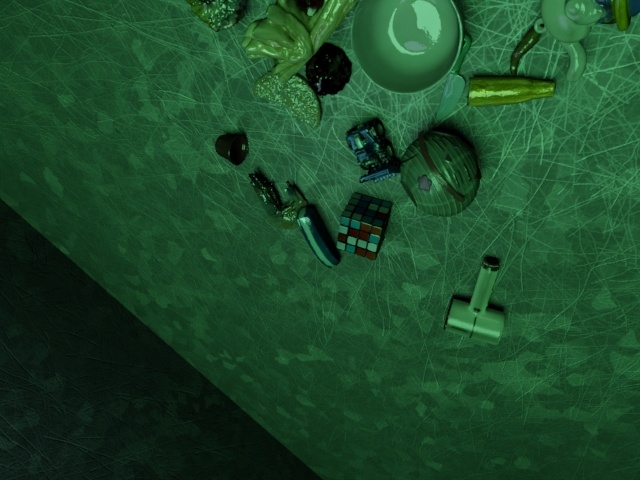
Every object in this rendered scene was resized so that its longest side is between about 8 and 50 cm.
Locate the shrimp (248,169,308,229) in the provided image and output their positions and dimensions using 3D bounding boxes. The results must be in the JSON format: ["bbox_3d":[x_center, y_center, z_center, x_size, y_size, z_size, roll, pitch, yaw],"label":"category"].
[{"bbox_3d":[-0.150,-0.155,1.802,0.177,0.075,0.290,-14,119,25],"label":"shrimp"}]

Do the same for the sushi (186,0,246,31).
[{"bbox_3d":[-0.310,-0.741,1.341,0.184,0.140,0.274,-19,123,34],"label":"sushi"}]

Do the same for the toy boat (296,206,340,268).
[{"bbox_3d":[0.000,0.000,1.839,0.061,0.096,0.299,-16,126,21],"label":"toy boat"}]

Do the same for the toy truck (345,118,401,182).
[{"bbox_3d":[0.166,-0.265,1.513,0.113,0.126,0.208,-16,119,35],"label":"toy truck"}]

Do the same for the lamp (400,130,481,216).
[{"bbox_3d":[0.356,-0.200,1.413,0.233,0.233,0.265,-33,94,41],"label":"lamp"}]

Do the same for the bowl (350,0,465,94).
[{"bbox_3d":[0.234,-0.540,1.234,0.286,0.144,0.287,15,131,18],"label":"bowl"}]

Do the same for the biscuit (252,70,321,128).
[{"bbox_3d":[-0.097,-0.473,1.535,0.249,0.032,0.133,31,133,1],"label":"biscuit"}]

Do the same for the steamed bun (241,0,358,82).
[{"bbox_3d":[-0.072,-0.554,1.237,0.189,0.247,0.427,31,157,-21],"label":"steamed bun"}]

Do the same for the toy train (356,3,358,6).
[{"bbox_3d":[0.105,-0.645,1.303,0.017,0.017,0.083,12,131,16],"label":"toy train"}]

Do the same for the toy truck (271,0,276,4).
[{"bbox_3d":[-0.135,-0.722,1.247,0.161,0.177,0.213,-28,111,38],"label":"toy truck"}]

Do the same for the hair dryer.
[{"bbox_3d":[0.580,0.203,1.719,0.203,0.128,0.363,15,124,15],"label":"hair dryer"}]

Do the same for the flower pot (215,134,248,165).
[{"bbox_3d":[-0.328,-0.335,1.721,0.089,0.111,0.111,20,134,25],"label":"flower pot"}]

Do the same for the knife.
[{"bbox_3d":[0.373,-0.448,1.332,0.063,0.035,0.261,14,137,13],"label":"knife"}]

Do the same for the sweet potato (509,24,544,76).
[{"bbox_3d":[0.519,-0.490,1.216,0.041,0.038,0.153,23,136,1],"label":"sweet potato"}]

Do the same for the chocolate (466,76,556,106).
[{"bbox_3d":[0.506,-0.399,1.271,0.219,0.086,0.086,4,128,21],"label":"chocolate"}]

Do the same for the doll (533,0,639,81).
[{"bbox_3d":[0.607,-0.507,1.064,0.242,0.160,0.311,-3,121,26],"label":"doll"}]

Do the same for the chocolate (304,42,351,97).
[{"bbox_3d":[0.008,-0.486,1.405,0.156,0.133,0.156,12,130,15],"label":"chocolate"}]

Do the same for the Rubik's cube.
[{"bbox_3d":[0.154,-0.051,1.678,0.150,0.154,0.155,17,132,14],"label":"Rubik's cube"}]
